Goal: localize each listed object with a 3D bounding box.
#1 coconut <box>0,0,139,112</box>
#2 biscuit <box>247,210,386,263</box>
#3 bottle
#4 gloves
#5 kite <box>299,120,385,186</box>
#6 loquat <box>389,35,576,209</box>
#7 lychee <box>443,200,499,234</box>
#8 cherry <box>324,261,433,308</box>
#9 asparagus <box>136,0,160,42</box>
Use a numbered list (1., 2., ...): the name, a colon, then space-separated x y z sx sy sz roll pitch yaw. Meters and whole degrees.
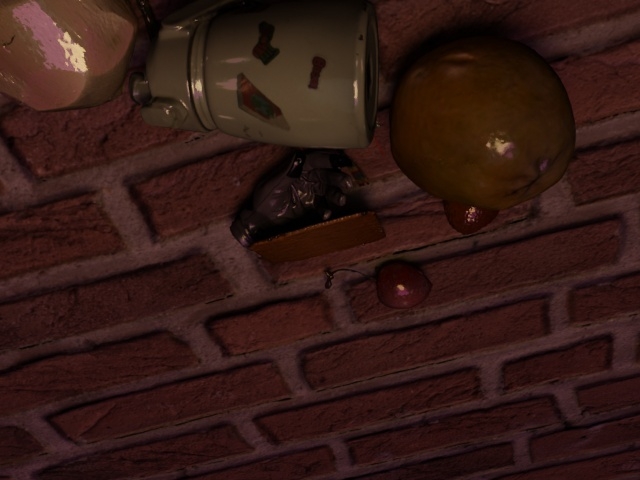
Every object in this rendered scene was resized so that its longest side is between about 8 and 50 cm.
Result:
1. coconut: -0.365 -0.280 0.958 0.227 0.227 0.230 -25 120 15
2. biscuit: 0.000 0.000 1.317 0.237 0.013 0.232 -15 166 7
3. bottle: -0.094 -0.244 1.020 0.352 0.229 0.229 2 134 12
4. gloves: -0.058 -0.078 1.253 0.285 0.119 0.142 -24 144 32
5. kite: 0.023 -0.169 1.217 0.198 0.006 0.244 -9 140 22
6. loquat: 0.242 -0.173 1.089 0.276 0.284 0.276 -17 135 -19
7. lychee: 0.291 -0.075 1.313 0.114 0.140 0.101 20 145 27
8. cherry: 0.120 0.093 1.452 0.226 0.090 0.107 3 148 3
9. asparagus: -0.253 -0.303 1.081 0.024 0.025 0.248 22 144 33
